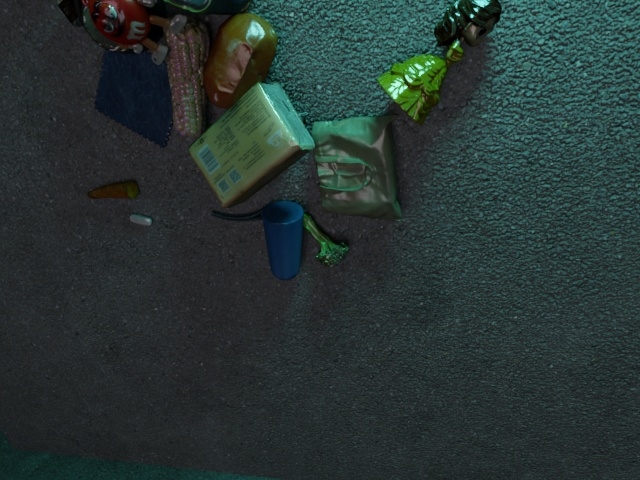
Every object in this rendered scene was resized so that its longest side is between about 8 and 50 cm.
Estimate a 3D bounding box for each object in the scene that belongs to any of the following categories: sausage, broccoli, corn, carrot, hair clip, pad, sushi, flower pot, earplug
[{"bbox_3d":[-0.222,-0.477,1.197,0.141,0.153,0.268,48,122,16],"label":"sausage"},{"bbox_3d":[0.002,-0.001,1.461,0.118,0.122,0.204,-39,91,14],"label":"broccoli"},{"bbox_3d":[-0.380,-0.462,1.272,0.126,0.127,0.336,14,126,6],"label":"corn"},{"bbox_3d":[-0.743,-0.170,1.560,0.209,0.061,0.061,-3,118,20],"label":"carrot"},{"bbox_3d":[-0.269,-0.085,1.501,0.229,0.039,0.070,-4,121,17],"label":"hair clip"},{"bbox_3d":[-0.566,-0.460,1.375,0.268,0.012,0.270,28,122,-3],"label":"pad"},{"bbox_3d":[-0.660,-0.669,1.234,0.150,0.090,0.078,-22,108,26],"label":"sushi"},{"bbox_3d":[-0.536,-0.591,1.165,0.235,0.148,0.236,-6,131,-7],"label":"flower pot"},{"bbox_3d":[-0.121,0.018,1.471,0.132,0.132,0.273,8,128,9],"label":"earplug"}]

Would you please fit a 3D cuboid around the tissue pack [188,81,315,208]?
[{"bbox_3d":[-0.177,-0.270,1.267,0.305,0.239,0.239,-33,107,27],"label":"tissue pack"}]

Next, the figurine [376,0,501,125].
[{"bbox_3d":[0.307,-0.455,1.085,0.315,0.168,0.187,-44,145,21],"label":"figurine"}]

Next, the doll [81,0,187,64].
[{"bbox_3d":[-0.460,-0.537,1.075,0.217,0.085,0.183,19,134,-39],"label":"doll"}]

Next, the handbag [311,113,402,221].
[{"bbox_3d":[0.110,-0.206,1.301,0.252,0.109,0.316,1,120,18],"label":"handbag"}]

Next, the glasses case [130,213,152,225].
[{"bbox_3d":[-0.654,-0.075,1.610,0.083,0.021,0.032,12,124,7],"label":"glasses case"}]

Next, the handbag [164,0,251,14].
[{"bbox_3d":[-0.269,-0.677,1.043,0.222,0.241,0.263,25,121,0],"label":"handbag"}]
